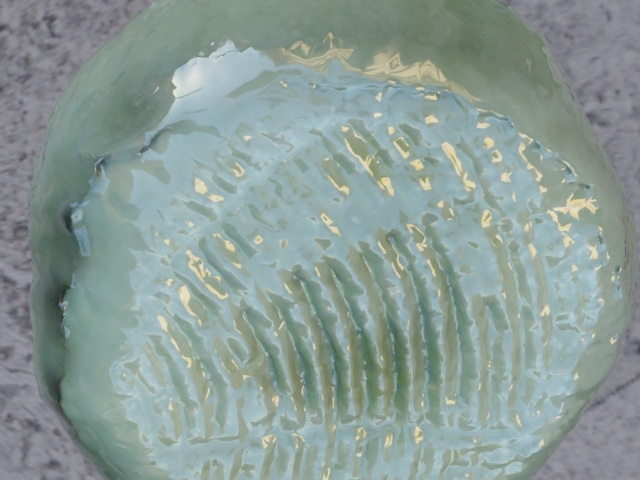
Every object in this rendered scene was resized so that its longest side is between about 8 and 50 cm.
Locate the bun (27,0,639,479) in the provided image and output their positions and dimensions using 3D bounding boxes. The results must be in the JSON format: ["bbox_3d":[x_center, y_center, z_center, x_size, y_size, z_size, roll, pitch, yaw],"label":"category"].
[{"bbox_3d":[0.000,0.000,0.437,0.195,0.118,0.195,-4,126,-6],"label":"bun"}]
